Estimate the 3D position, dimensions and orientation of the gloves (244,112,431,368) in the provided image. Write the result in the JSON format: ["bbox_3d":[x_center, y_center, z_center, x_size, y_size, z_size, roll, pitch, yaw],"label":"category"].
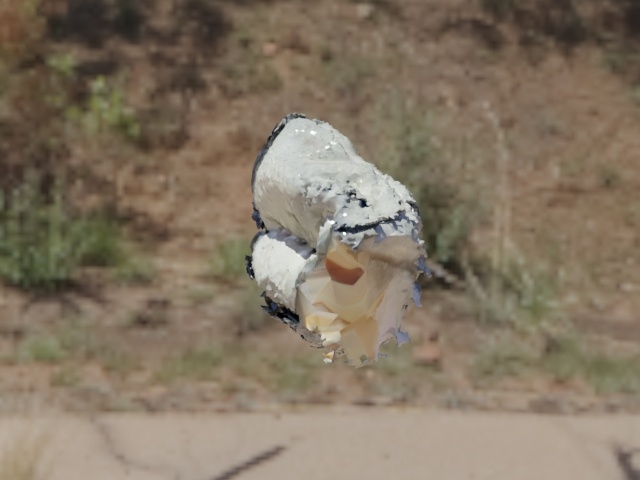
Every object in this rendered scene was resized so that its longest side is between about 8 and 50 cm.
[{"bbox_3d":[0.004,-0.001,0.936,0.070,0.114,0.153,-4,31,-30],"label":"gloves"}]
